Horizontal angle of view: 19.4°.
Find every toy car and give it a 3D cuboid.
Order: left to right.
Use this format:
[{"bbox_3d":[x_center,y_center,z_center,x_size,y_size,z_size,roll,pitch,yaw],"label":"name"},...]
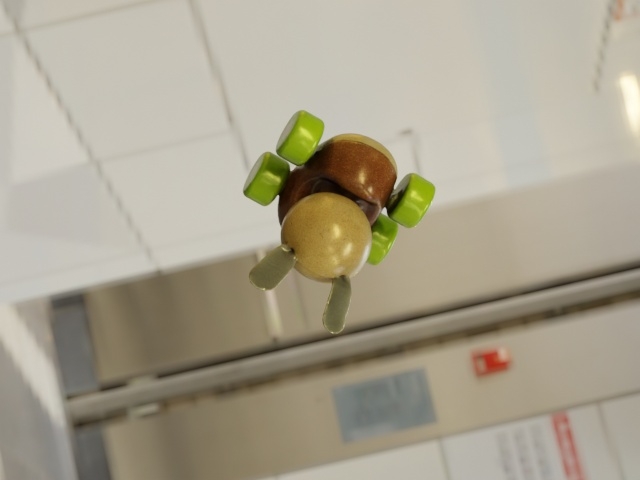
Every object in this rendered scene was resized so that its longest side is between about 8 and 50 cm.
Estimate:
[{"bbox_3d":[0.000,0.000,1.780,0.149,0.155,0.188,-48,-163,49],"label":"toy car"}]
